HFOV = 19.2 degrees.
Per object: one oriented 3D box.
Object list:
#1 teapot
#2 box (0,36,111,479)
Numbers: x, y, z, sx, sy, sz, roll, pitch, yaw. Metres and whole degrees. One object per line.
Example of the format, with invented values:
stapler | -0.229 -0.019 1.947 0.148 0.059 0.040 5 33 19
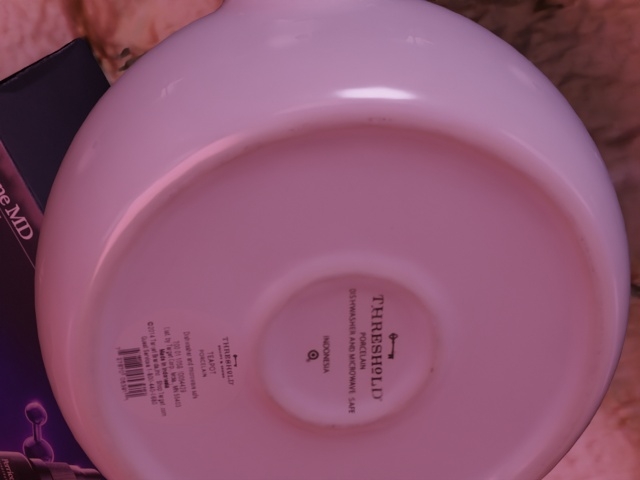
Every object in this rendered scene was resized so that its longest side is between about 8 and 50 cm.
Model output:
teapot | 0.000 0.000 0.792 0.252 0.187 0.256 35 109 -24
box | -0.139 0.061 0.932 0.184 0.103 0.261 -24 101 30
